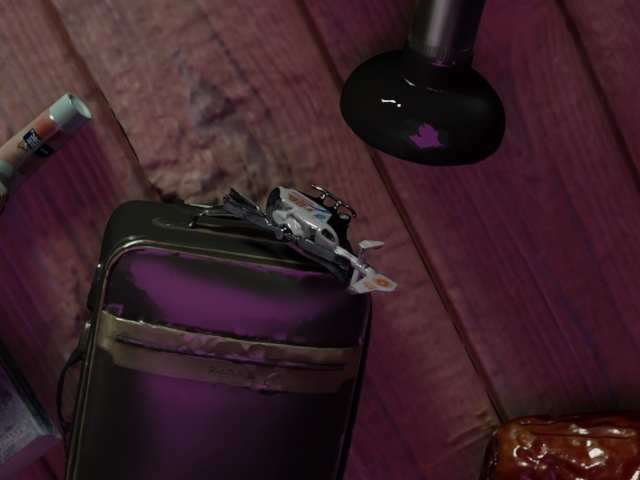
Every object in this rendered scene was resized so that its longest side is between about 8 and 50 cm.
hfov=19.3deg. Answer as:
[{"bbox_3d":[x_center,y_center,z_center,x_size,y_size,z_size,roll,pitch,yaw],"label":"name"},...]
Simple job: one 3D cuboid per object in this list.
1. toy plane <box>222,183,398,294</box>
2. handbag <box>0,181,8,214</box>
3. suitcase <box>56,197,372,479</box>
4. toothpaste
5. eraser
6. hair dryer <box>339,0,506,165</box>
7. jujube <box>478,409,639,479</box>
[{"bbox_3d":[0.001,0.000,1.700,0.078,0.197,0.053,-7,123,-43],"label":"toy plane"},{"bbox_3d":[-0.433,0.004,1.723,0.298,0.171,0.151,-14,94,5],"label":"handbag"},{"bbox_3d":[-0.116,0.174,1.832,0.283,0.194,0.434,8,107,-9],"label":"suitcase"},{"bbox_3d":[-0.305,-0.065,1.809,0.205,0.036,0.056,-40,106,13],"label":"toothpaste"},{"bbox_3d":[-0.341,0.130,1.807,0.092,0.046,0.212,-38,72,8],"label":"eraser"},{"bbox_3d":[0.199,-0.224,1.724,0.284,0.156,0.320,8,122,-24],"label":"hair dryer"},{"bbox_3d":[0.306,0.262,1.910,0.290,0.197,0.197,12,108,-1],"label":"jujube"}]
